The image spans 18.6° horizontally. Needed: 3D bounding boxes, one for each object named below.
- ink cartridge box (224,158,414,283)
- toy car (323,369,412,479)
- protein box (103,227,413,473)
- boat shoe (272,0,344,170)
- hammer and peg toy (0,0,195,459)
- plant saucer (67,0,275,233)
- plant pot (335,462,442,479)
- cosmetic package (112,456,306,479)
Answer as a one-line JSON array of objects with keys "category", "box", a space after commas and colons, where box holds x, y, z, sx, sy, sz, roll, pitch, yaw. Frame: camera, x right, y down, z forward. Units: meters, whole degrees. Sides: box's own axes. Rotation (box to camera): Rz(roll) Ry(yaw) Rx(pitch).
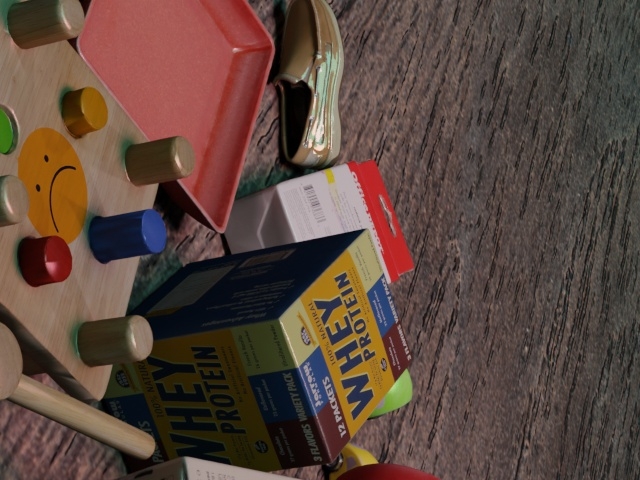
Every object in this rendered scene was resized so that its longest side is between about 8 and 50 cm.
[{"category": "ink cartridge box", "box": [0.000, 0.000, 1.975, 0.231, 0.078, 0.134, -19, 89, -62]}, {"category": "toy car", "box": [0.047, 0.167, 2.045, 0.225, 0.053, 0.239, -33, 109, -61]}, {"category": "protein box", "box": [-0.058, 0.102, 1.710, 0.201, 0.200, 0.136, -45, 120, -58]}, {"category": "boat shoe", "box": [-0.018, -0.170, 2.041, 0.072, 0.068, 0.190, 5, 75, -50]}, {"category": "hammer and peg toy", "box": [-0.225, 0.007, 1.512, 0.266, 0.127, 0.361, 52, 38, -44]}, {"category": "plant saucer", "box": [-0.144, -0.176, 1.817, 0.259, 0.048, 0.258, 53, 37, -39]}, {"category": "plant pot", "box": [0.059, 0.339, 1.868, 0.191, 0.191, 0.174, 63, 39, -28]}, {"category": "cosmetic package", "box": [-0.062, 0.270, 1.630, 0.309, 0.160, 0.113, 19, 56, -47]}]
